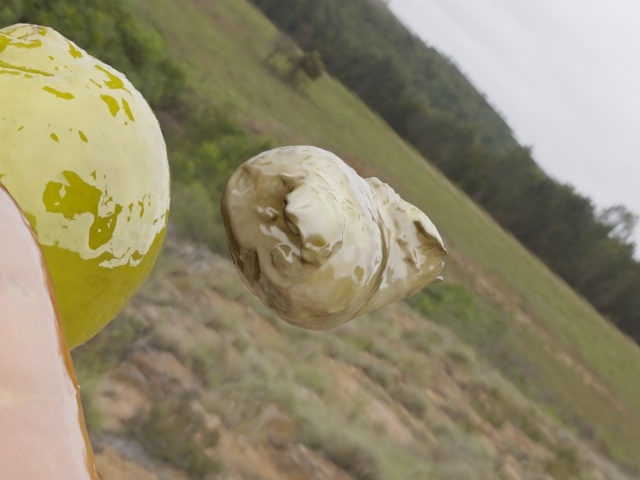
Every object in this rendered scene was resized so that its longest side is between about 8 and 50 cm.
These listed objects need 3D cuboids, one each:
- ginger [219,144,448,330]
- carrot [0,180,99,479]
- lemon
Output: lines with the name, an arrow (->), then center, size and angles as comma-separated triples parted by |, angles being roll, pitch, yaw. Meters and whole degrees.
ginger -> 0.000, 0.000, 0.986 | 0.267, 0.152, 0.138 | 7, 60, -66
carrot -> -0.179, 0.059, 0.397 | 0.214, 0.193, 0.331 | 1, 67, -38
lemon -> -0.310, -0.040, 1.232 | 0.348, 0.348, 0.348 | 48, 6, -7
